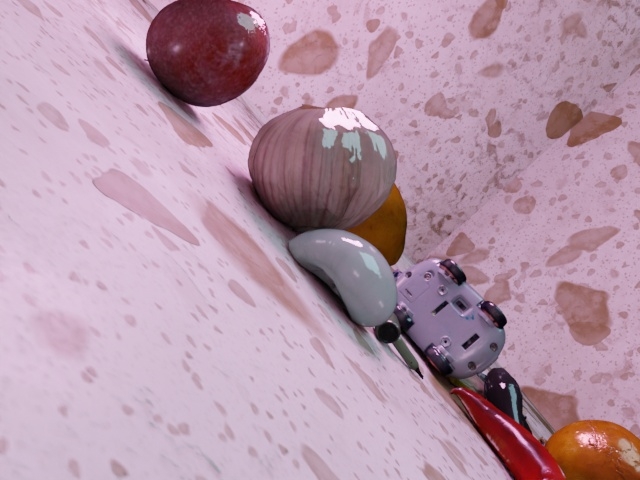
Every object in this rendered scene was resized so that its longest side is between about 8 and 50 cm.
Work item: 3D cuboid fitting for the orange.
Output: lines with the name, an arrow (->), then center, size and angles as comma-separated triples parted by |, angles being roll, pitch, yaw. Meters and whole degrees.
orange -> 0.597, 0.504, 1.375 | 0.240, 0.240, 0.240 | 47, 8, -8

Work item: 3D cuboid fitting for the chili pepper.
chili pepper -> 0.377, 0.419, 1.230 | 0.137, 0.091, 0.368 | 23, 10, -23

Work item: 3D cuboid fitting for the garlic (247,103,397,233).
garlic -> 0.002, -0.137, 1.268 | 0.318, 0.259, 0.317 | 12, 2, -1

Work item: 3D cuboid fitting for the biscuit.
biscuit -> 0.382, 0.383, 1.429 | 0.292, 0.026, 0.048 | 36, -6, 47

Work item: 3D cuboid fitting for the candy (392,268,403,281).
candy -> 0.257, 0.162, 1.841 | 0.160, 0.073, 0.092 | 43, 10, -32

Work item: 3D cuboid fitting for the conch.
conch -> 0.045, 0.056, 1.127 | 0.221, 0.121, 0.185 | 44, -23, 9

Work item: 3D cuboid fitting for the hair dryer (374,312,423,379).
hair dryer -> 0.153, 0.206, 1.205 | 0.150, 0.047, 0.071 | 57, 8, -9

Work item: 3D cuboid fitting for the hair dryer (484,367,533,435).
hair dryer -> 0.505, 0.473, 1.606 | 0.271, 0.091, 0.235 | 52, 21, -29

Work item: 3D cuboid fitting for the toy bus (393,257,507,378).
toy bus -> 0.300, 0.193, 1.511 | 0.287, 0.194, 0.232 | 48, -2, 25

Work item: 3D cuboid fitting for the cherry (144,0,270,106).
cherry -> -0.241, -0.387, 1.326 | 0.236, 0.286, 0.212 | -25, 109, -71

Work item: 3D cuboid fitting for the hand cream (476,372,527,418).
hand cream -> 0.572, 0.494, 2.050 | 0.248, 0.052, 0.075 | 41, -14, -8

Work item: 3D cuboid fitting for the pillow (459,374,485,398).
pillow -> 0.389, 0.365, 1.661 | 0.233, 0.038, 0.130 | 40, 15, -37

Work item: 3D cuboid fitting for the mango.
mango -> 0.118, -0.064, 1.711 | 0.264, 0.221, 0.378 | 48, -4, 39

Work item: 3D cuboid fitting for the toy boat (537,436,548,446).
toy boat -> 0.715, 0.658, 1.955 | 0.049, 0.047, 0.149 | 44, 9, -24
